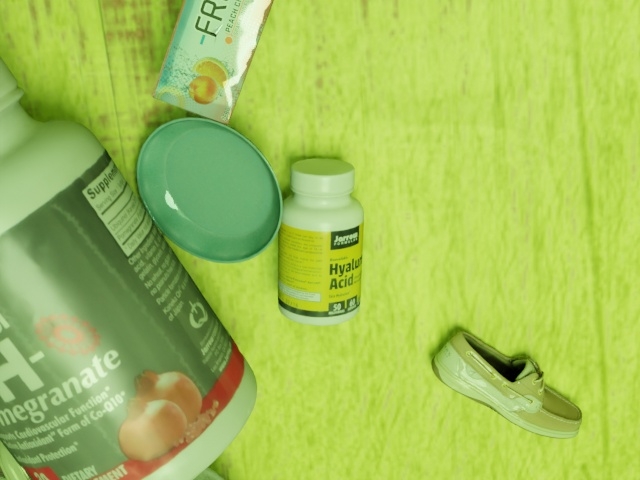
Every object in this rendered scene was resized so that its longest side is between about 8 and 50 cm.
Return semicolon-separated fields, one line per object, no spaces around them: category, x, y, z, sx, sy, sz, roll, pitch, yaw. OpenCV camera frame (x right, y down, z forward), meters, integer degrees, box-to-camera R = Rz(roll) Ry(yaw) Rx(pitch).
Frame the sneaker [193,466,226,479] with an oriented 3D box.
sneaker;-0.112;0.293;0.784;0.147;0.104;0.295;-18;131;5

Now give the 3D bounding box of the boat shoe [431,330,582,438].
boat shoe;0.158;0.117;0.778;0.135;0.050;0.045;25;114;-10

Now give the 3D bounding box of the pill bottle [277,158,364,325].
pill bottle;0.000;0.000;0.725;0.065;0.065;0.116;0;111;-1

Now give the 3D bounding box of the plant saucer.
plant saucer;-0.079;-0.039;0.716;0.119;0.021;0.119;11;123;18

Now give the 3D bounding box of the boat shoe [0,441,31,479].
boat shoe;-0.236;0.256;0.818;0.073;0.080;0.223;-17;105;12

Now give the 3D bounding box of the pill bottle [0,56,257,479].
pill bottle;-0.196;0.027;0.675;0.176;0.176;0.318;-28;108;10

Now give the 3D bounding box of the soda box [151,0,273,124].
soda box;-0.058;-0.177;0.658;0.058;0.063;0.183;21;109;-8
